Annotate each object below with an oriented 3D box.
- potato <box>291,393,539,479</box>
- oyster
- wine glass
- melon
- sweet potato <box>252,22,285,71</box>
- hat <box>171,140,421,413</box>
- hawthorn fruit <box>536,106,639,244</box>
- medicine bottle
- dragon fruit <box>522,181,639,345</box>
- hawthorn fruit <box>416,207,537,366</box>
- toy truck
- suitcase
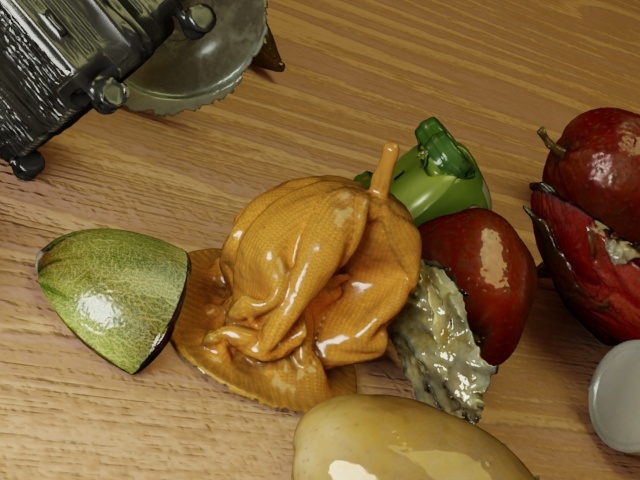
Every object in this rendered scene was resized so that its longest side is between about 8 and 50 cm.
[{"bbox_3d":[0.084,0.207,1.193,0.234,0.146,0.150,35,-5,1],"label":"potato"},{"bbox_3d":[0.098,0.089,1.407,0.072,0.133,0.209,-1,68,-30],"label":"oyster"},{"bbox_3d":[-0.193,-0.319,1.665,0.238,0.238,0.323,20,26,-30],"label":"wine glass"},{"bbox_3d":[-0.176,0.029,1.236,0.128,0.079,0.160,26,27,-21],"label":"melon"},{"bbox_3d":[-0.183,-0.339,1.883,0.346,0.079,0.108,28,38,-8],"label":"sweet potato"},{"bbox_3d":[0.000,0.000,1.325,0.244,0.233,0.233,4,38,-50],"label":"hat"},{"bbox_3d":[0.408,-0.097,2.057,0.253,0.205,0.205,20,28,-15],"label":"hawthorn fruit"},{"bbox_3d":[0.429,0.192,1.625,0.252,0.144,0.144,19,29,-37],"label":"medicine bottle"},{"bbox_3d":[0.335,0.049,1.744,0.282,0.100,0.343,46,-1,5],"label":"dragon fruit"},{"bbox_3d":[0.156,0.070,1.505,0.162,0.162,0.203,25,40,-21],"label":"hawthorn fruit"},{"bbox_3d":[0.137,-0.031,1.674,0.210,0.148,0.187,45,12,-29],"label":"toy truck"},{"bbox_3d":[-0.289,-0.242,1.272,0.335,0.229,0.152,50,57,-10],"label":"suitcase"}]
